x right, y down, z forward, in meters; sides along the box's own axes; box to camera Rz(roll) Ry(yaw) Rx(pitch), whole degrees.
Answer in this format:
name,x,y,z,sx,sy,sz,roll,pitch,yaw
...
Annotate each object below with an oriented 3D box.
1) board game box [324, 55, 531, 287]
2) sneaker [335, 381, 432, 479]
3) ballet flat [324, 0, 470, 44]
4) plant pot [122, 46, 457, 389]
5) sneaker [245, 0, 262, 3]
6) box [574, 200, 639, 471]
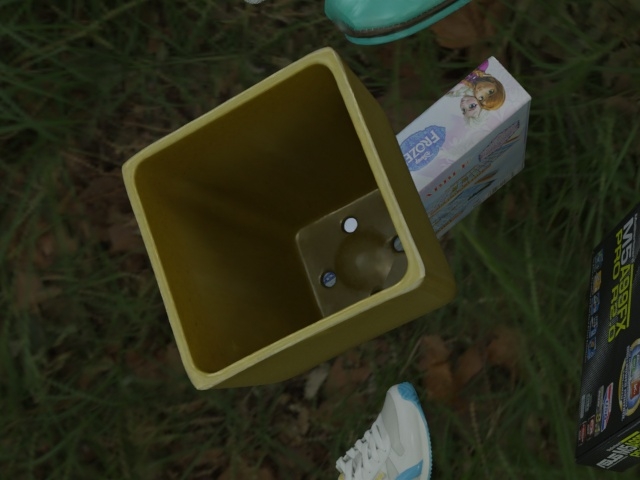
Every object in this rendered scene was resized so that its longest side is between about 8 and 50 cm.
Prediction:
name,x,y,z,sx,sy,sz,roll,pitch,yaw
board game box,0.094,-0.040,1.400,0.318,0.318,0.066,-40,78,-1
sneaker,0.070,0.260,1.421,0.092,0.087,0.229,1,124,-12
ballet flat,0.079,-0.186,0.611,0.083,0.247,0.087,16,132,39
plant pot,0.000,0.000,0.407,0.081,0.083,0.081,-28,70,19
sneaker,-0.005,-0.303,0.767,0.114,0.152,0.305,49,147,40
box,0.350,0.096,1.346,0.060,0.216,0.270,12,66,-4
